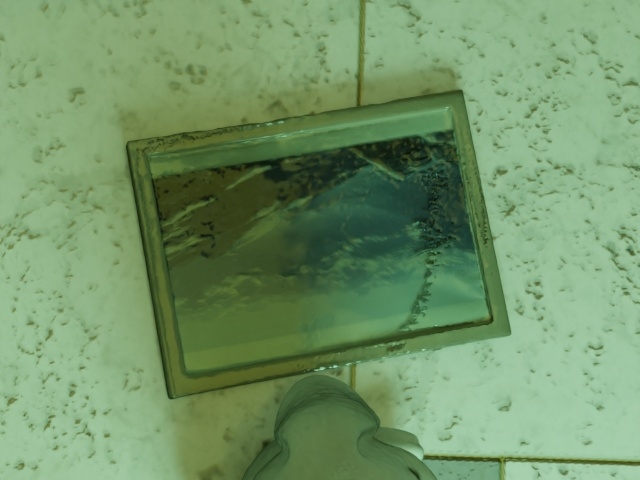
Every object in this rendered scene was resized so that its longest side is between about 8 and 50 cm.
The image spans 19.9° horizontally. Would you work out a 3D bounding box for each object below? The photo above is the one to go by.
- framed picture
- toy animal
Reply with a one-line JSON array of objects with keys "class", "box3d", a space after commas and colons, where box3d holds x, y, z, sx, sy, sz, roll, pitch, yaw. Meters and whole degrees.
[{"class": "framed picture", "box3d": [0.000, 0.000, 1.732, 0.335, 0.022, 0.247, -9, 85, -12]}, {"class": "toy animal", "box3d": [0.002, 0.251, 1.577, 0.206, 0.265, 0.272, 16, 82, -7]}]
